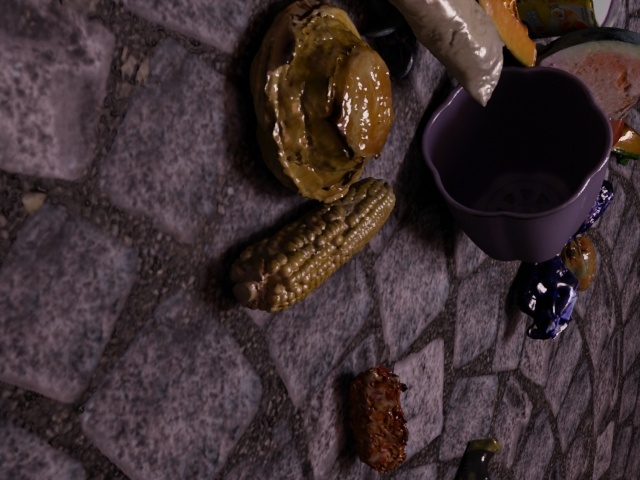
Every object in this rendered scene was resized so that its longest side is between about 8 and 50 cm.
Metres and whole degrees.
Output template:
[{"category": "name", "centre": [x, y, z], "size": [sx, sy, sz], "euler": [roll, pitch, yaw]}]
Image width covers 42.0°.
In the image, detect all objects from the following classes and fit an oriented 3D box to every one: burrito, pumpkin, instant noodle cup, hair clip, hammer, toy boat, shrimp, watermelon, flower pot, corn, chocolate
[{"category": "burrito", "centre": [0.122, -0.323, 1.035], "size": [0.392, 0.076, 0.117], "euler": [39, 53, -37]}, {"category": "pumpkin", "centre": [0.228, -0.392, 1.180], "size": [0.169, 0.148, 0.312], "euler": [-18, 120, -32]}, {"category": "instant noodle cup", "centre": [0.413, -0.432, 1.395], "size": [0.205, 0.152, 0.205], "euler": [-21, 116, -52]}, {"category": "hair clip", "centre": [0.135, -0.350, 1.135], "size": [0.083, 0.048, 0.275], "euler": [46, 58, -38]}, {"category": "hammer", "centre": [0.285, 0.473, 1.513], "size": [0.041, 0.158, 0.227], "euler": [55, 37, -47]}, {"category": "toy boat", "centre": [0.689, -0.219, 1.913], "size": [0.088, 0.089, 0.229], "euler": [-46, 153, 23]}, {"category": "shrimp", "centre": [0.564, 0.034, 1.825], "size": [0.217, 0.051, 0.115], "euler": [43, 58, -49]}, {"category": "watermelon", "centre": [0.395, -0.266, 1.376], "size": [0.175, 0.321, 0.188], "euler": [44, 34, -20]}, {"category": "flower pot", "centre": [0.298, -0.090, 1.269], "size": [0.265, 0.265, 0.243], "euler": [-63, 155, -20]}, {"category": "corn", "centre": [0.000, 0.000, 1.004], "size": [0.288, 0.086, 0.087], "euler": [-37, 128, -45]}, {"category": "chocolate", "centre": [0.455, 0.029, 1.625], "size": [0.148, 0.126, 0.344], "euler": [25, 79, -14]}]

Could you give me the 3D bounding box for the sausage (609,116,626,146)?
[{"category": "sausage", "centre": [0.605, -0.275, 1.761], "size": [0.089, 0.089, 0.179], "euler": [-22, 119, -50]}]

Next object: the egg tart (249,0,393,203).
[{"category": "egg tart", "centre": [0.015, -0.160, 0.966], "size": [0.241, 0.105, 0.241], "euler": [-12, 105, -54]}]

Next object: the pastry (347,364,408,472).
[{"category": "pastry", "centre": [0.082, 0.248, 1.192], "size": [0.063, 0.087, 0.170], "euler": [-81, 168, -69]}]
